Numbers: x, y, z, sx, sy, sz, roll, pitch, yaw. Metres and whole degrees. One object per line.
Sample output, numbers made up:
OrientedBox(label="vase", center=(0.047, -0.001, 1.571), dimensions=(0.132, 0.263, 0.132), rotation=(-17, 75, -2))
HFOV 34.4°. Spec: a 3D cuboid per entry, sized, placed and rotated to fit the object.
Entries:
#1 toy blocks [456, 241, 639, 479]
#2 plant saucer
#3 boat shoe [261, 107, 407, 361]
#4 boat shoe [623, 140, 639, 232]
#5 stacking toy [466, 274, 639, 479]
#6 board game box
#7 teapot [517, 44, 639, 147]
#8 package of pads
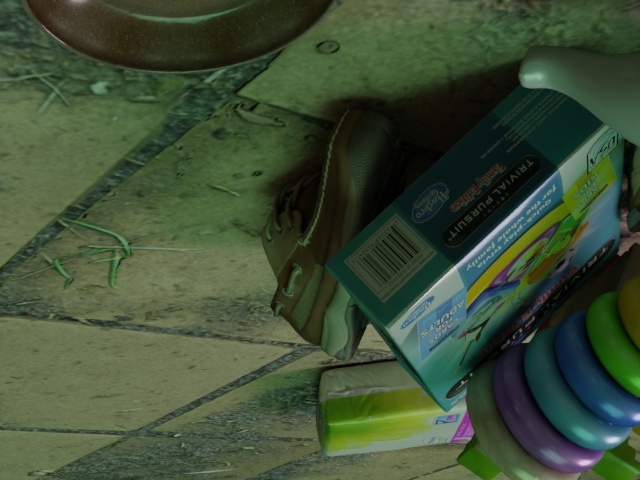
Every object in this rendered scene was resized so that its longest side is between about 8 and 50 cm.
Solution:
OrientedBox(label="toy blocks", center=(0.322, 0.112, 1.186), dimensions=(0.190, 0.261, 0.381), rotation=(33, 142, 2))
OrientedBox(label="plant saucer", center=(-0.084, -0.170, 0.629), dimensions=(0.198, 0.036, 0.199), rotation=(-7, 158, -3))
OrientedBox(label="boat shoe", center=(0.000, 0.000, 0.954), dimensions=(0.116, 0.123, 0.324), rotation=(22, 143, 11))
OrientedBox(label="boat shoe", center=(0.324, -0.065, 0.929), dimensions=(0.109, 0.098, 0.302), rotation=(-6, 172, 20))
OrientedBox(label="stacking toy", center=(0.284, 0.092, 0.905), dimensions=(0.141, 0.141, 0.330), rotation=(11, 138, -39))
OrientedBox(label="board game box", center=(0.160, 0.015, 0.942), dimensions=(0.254, 0.079, 0.336), rotation=(-43, 155, -3))
OrientedBox(label="teapot", center=(0.320, -0.122, 0.709), dimensions=(0.256, 0.187, 0.252), rotation=(31, 109, -32))
OrientedBox(label="package of pads", center=(0.141, 0.265, 1.662), dimensions=(0.296, 0.101, 0.229), rotation=(-6, 156, -5))
